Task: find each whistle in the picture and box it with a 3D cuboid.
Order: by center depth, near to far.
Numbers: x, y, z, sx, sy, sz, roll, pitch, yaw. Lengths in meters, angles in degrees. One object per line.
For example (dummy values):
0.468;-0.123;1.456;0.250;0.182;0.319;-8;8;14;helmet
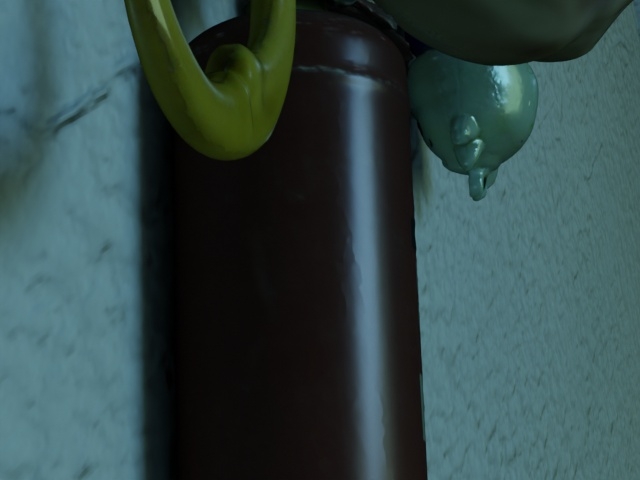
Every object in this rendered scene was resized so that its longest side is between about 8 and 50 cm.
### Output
0.096;-0.145;1.310;0.110;0.092;0.244;29;57;-69;whistle

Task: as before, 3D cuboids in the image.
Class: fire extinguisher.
0.000;0.000;0.852;0.147;0.106;0.337;25;60;-56;fire extinguisher

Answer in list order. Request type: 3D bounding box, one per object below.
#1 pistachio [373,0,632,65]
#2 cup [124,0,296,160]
0.080;-0.252;1.119;0.226;0.208;0.332;4;-57;62;pistachio
-0.040;-0.169;0.606;0.255;0.178;0.256;54;22;-4;cup
